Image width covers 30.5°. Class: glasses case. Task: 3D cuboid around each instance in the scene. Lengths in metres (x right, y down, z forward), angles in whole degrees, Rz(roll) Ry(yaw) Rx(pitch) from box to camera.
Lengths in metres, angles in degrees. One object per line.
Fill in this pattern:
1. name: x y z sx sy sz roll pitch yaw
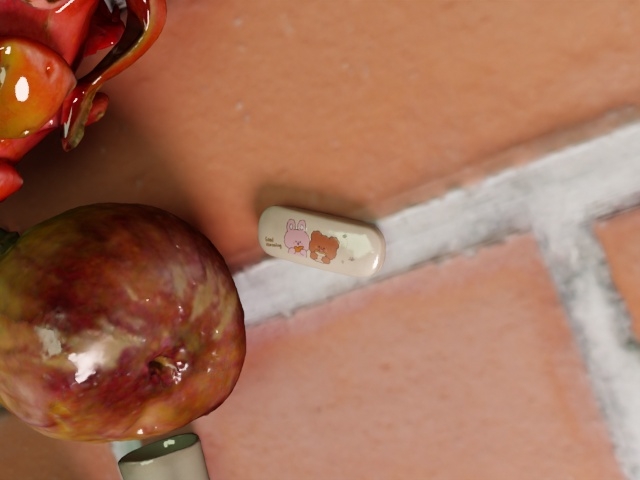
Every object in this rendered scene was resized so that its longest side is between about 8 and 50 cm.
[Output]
1. glasses case: 0.000 0.000 0.697 0.083 0.021 0.032 14 106 26

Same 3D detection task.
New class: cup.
1. cup: -0.102 0.175 0.765 0.075 0.054 0.083 -13 94 29

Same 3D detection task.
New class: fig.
1. fig: -0.158 0.052 0.726 0.230 0.160 0.143 -5 79 39

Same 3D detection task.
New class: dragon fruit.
1. dragon fruit: -0.212 -0.125 0.688 0.307 0.227 0.243 4 103 15
